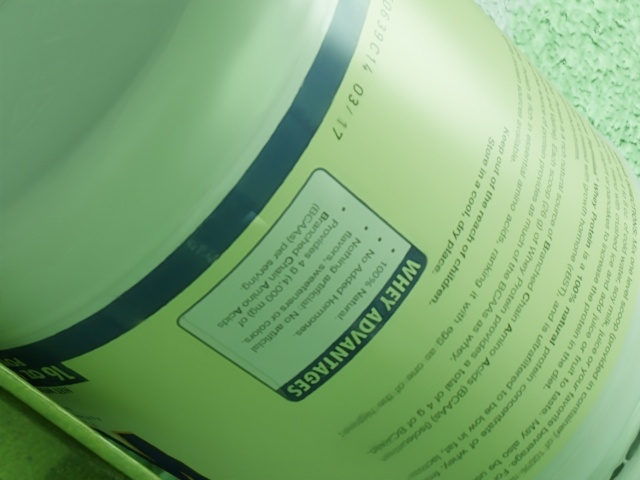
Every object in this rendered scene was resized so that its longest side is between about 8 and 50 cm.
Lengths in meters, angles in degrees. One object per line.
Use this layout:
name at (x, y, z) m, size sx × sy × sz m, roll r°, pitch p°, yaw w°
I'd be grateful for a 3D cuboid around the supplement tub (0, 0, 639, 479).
supplement tub at (0.000, 0.000, 0.612) m, size 0.325 × 0.235 × 0.235 m, roll 38°, pitch 57°, yaw -36°

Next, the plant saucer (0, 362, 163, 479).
plant saucer at (-0.178, 0.084, 0.483) m, size 0.188 × 0.188 × 0.045 m, roll 43°, pitch 14°, yaw -33°
